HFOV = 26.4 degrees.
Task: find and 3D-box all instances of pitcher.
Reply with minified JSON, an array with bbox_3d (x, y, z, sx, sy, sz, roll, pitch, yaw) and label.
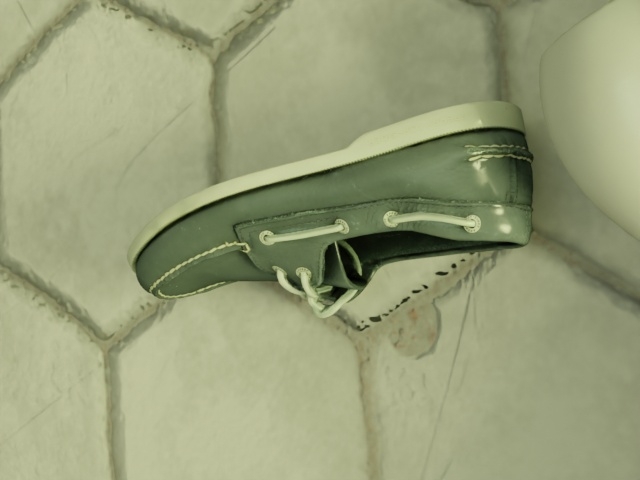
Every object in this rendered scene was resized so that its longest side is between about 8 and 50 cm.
[{"bbox_3d":[0.237,-0.056,0.776,0.178,0.125,0.207,-36,81,24],"label":"pitcher"}]

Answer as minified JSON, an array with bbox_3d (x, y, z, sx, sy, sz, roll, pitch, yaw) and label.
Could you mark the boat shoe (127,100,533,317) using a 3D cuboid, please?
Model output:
[{"bbox_3d":[0.000,0.000,0.937,0.320,0.116,0.099,-19,76,27],"label":"boat shoe"}]
